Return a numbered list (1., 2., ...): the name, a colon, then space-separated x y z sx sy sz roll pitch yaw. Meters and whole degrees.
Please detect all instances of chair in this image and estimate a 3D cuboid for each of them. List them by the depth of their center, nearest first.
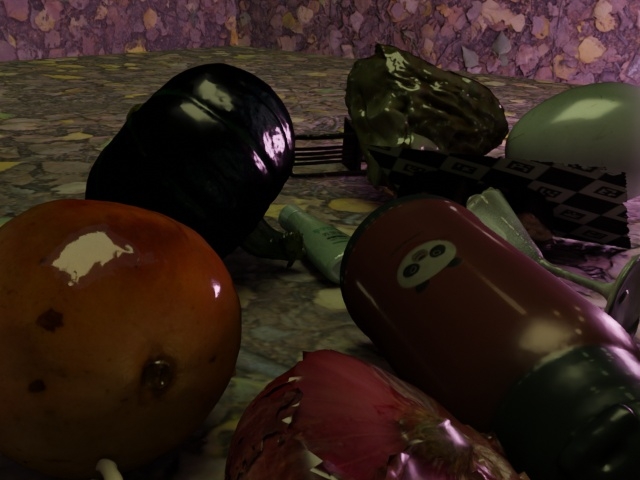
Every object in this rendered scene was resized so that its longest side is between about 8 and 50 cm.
1. chair: 0.033 -0.157 1.276 0.212 0.084 0.101 -2 23 -12

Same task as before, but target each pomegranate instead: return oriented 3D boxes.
1. pomegranate: -0.147 0.063 0.506 0.191 0.191 0.191 2 20 -1

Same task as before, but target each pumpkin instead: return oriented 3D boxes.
1. pumpkin: -0.117 -0.053 0.816 0.248 0.248 0.248 2 20 -1

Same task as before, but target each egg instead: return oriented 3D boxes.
1. egg: 0.406 -0.142 1.122 0.264 0.183 0.183 -8 21 -8

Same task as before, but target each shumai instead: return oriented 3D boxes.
1. shumai: 0.140 -0.152 1.124 0.255 0.189 0.218 21 65 1

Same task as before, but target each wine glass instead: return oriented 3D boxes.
1. wine glass: 0.227 0.026 0.740 0.183 0.122 0.122 24 29 40

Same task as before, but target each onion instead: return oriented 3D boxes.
1. onion: 0.020 0.144 0.365 0.184 0.147 0.184 42 19 -18

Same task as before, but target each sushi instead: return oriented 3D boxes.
1. sushi: 0.214 -0.029 0.894 0.290 0.050 0.264 10 -14 25

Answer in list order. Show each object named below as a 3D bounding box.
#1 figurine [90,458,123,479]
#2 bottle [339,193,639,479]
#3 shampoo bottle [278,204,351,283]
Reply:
1. figurine: -0.104 0.163 0.402 0.047 0.064 0.109 15 20 -34
2. bottle: 0.124 0.081 0.532 0.143 0.144 0.336 -3 22 -15
3. shampoo bottle: 0.000 0.000 0.889 0.069 0.041 0.190 -12 23 -21
